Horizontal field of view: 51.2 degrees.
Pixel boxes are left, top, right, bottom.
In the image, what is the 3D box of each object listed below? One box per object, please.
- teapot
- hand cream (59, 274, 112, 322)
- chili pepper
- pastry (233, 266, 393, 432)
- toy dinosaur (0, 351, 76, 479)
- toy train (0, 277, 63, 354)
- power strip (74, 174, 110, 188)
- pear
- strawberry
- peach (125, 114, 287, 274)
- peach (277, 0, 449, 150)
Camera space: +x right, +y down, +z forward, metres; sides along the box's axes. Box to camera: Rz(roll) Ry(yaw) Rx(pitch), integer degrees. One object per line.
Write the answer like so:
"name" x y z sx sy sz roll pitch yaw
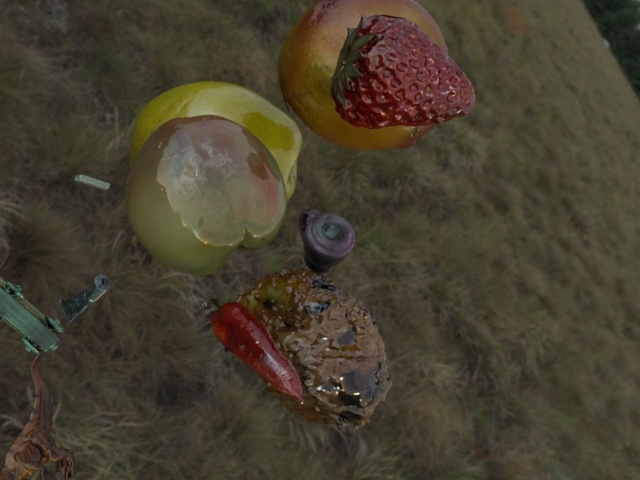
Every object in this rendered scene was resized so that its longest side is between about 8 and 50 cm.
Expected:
"teapot" -0.003 0.008 1.562 0.148 0.146 0.116 29 56 4
"hand cream" -0.699 0.166 1.975 0.052 0.248 0.075 23 48 -43
"chili pepper" -0.095 0.126 0.855 0.268 0.059 0.050 35 -26 53
"pastry" -0.007 0.237 1.502 0.292 0.337 0.405 -41 95 -17
"toy dinosaur" -0.691 0.502 1.654 0.208 0.097 0.432 51 17 -33
"toy train" -0.840 0.199 1.853 0.116 0.177 0.285 -48 129 -18
"power strip" -0.590 -0.151 1.726 0.090 0.040 0.016 18 80 -40
"pear" -0.254 -0.208 1.632 0.362 0.418 0.362 7 90 -87
"strawberry" 0.147 -0.264 1.139 0.244 0.205 0.205 17 42 -13
"peach" -0.211 -0.089 1.219 0.292 0.292 0.247 56 0 -6
"peach" 0.098 -0.349 1.415 0.373 0.372 0.290 55 10 -8
